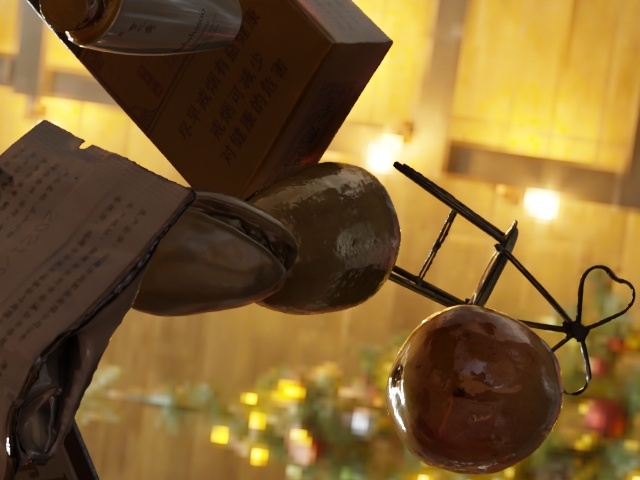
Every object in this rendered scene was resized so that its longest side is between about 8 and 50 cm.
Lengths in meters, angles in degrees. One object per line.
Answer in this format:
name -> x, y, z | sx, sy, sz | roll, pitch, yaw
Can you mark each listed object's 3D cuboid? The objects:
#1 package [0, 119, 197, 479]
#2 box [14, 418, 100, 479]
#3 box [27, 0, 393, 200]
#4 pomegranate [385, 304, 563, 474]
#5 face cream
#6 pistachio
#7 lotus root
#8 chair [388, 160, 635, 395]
package -> -0.217, 0.038, 1.358 | 0.251, 0.204, 0.062 | -58, -42, -7
box -> -0.260, 0.235, 1.893 | 0.036, 0.115, 0.177 | -28, -81, -46
box -> -0.137, -0.251, 2.171 | 0.116, 0.415, 0.264 | -8, -43, -50
pomegranate -> 0.166, 0.161, 2.064 | 0.191, 0.191, 0.191 | -173, 90, -88
face cream -> -0.127, -0.167, 1.406 | 0.182, 0.051, 0.072 | 1, -50, -56
pistachio -> -0.111, 0.015, 1.729 | 0.124, 0.185, 0.124 | 6, -90, -71
lotus root -> 0.002, -0.002, 1.929 | 0.303, 0.131, 0.146 | -18, -62, -65
chair -> 0.200, 0.042, 2.329 | 0.159, 0.326, 0.170 | -62, -4, 6
